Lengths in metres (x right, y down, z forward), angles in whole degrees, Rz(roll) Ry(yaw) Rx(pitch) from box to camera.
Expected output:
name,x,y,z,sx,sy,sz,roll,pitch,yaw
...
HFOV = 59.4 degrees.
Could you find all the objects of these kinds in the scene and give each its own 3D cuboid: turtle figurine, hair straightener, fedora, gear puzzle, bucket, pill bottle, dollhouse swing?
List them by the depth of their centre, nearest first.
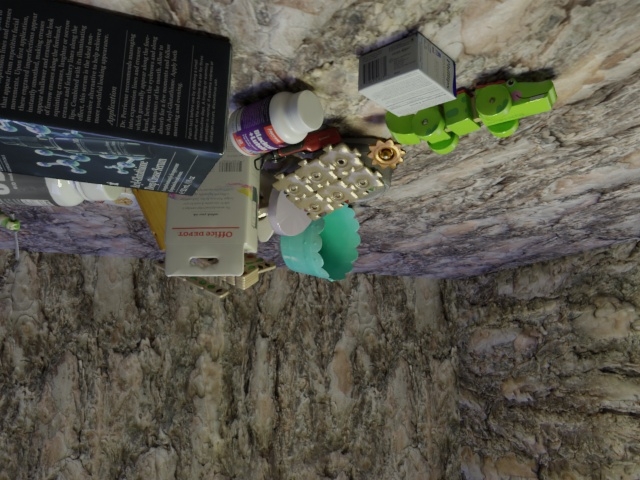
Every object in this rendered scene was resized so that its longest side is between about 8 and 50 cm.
name,x,y,z,sx,sy,sz,roll,pitch,yaw
pill bottle,-0.092,-0.246,1.167,0.193,0.108,0.108,-9,165,40
hair straightener,-0.061,-0.203,1.298,0.230,0.047,0.089,-29,-173,-31
pill bottle,-0.662,-0.181,1.309,0.361,0.204,0.204,0,168,0
gear puzzle,0.050,-0.165,1.331,0.339,0.044,0.175,-24,129,37
fedora,0.077,-0.173,1.467,0.275,0.124,0.244,-2,168,15
turtle figurine,-0.838,-0.134,1.572,0.266,0.198,0.275,-19,120,35
dollhouse swing,-0.332,-0.118,1.744,0.305,0.315,0.346,-31,-166,-37
bucket,0.000,0.000,1.988,0.183,0.281,0.281,4,172,33

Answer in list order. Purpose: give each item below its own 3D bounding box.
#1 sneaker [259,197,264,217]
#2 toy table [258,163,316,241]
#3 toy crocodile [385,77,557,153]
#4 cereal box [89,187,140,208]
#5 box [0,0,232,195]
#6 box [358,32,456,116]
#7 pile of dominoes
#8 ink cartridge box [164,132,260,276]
name,x,y,z,sx,sy,sz,roll,pitch,yaw
sneaker,-0.131,-0.091,1.885,0.111,0.129,0.297,12,163,-37
toy table,-0.124,-0.112,1.558,0.160,0.252,0.274,1,-162,25
toy crocodile,0.294,-0.258,1.131,0.340,0.105,0.115,-12,163,32
cereal box,-0.625,-0.146,1.859,0.240,0.047,0.173,8,166,-31
box,-0.385,-0.235,0.997,0.395,0.212,0.293,6,168,-21
box,0.157,-0.292,1.007,0.126,0.072,0.137,-9,164,39
pile of dominoes,-0.261,0.048,1.404,0.251,0.040,0.196,21,-146,28
ink cartridge box,-0.263,-0.079,1.389,0.207,0.354,0.119,0,169,7
